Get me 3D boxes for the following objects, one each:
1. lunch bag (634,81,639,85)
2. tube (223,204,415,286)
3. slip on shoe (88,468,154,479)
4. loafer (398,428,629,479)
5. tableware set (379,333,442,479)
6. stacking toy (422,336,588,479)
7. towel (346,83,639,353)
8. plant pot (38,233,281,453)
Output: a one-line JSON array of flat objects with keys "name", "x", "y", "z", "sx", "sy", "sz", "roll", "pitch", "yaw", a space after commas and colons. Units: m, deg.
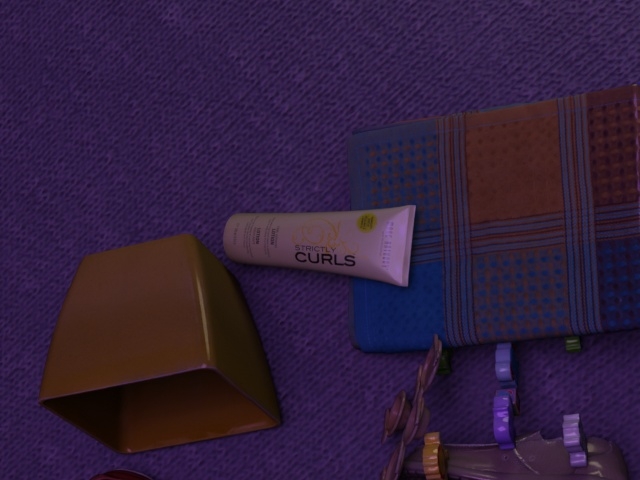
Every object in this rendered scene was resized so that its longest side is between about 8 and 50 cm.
[{"name": "lunch bag", "x": 0.371, "y": -0.100, "z": 1.628, "sx": 0.151, "sy": 0.096, "sz": 0.129, "roll": -41, "pitch": 64, "yaw": 3}, {"name": "tube", "x": 0.000, "y": 0.000, "z": 1.722, "sx": 0.240, "sy": 0.062, "sz": 0.070, "roll": 3, "pitch": 124, "yaw": 31}, {"name": "slip on shoe", "x": -0.141, "y": 0.358, "z": 1.701, "sx": 0.331, "sy": 0.101, "sz": 0.123, "roll": 25, "pitch": 86, "yaw": 20}, {"name": "loafer", "x": 0.212, "y": 0.257, "z": 1.610, "sx": 0.269, "sy": 0.102, "sz": 0.092, "roll": 2, "pitch": 40, "yaw": 28}, {"name": "tableware set", "x": 0.095, "y": 0.192, "z": 1.622, "sx": 0.020, "sy": 0.141, "sz": 0.168, "roll": 20, "pitch": 129, "yaw": -6}, {"name": "stacking toy", "x": 0.198, "y": 0.161, "z": 1.603, "sx": 0.167, "sy": 0.052, "sz": 0.221, "roll": -9, "pitch": 41, "yaw": 16}, {"name": "towel", "x": 0.191, "y": -0.018, "z": 1.648, "sx": 0.370, "sy": 0.040, "sz": 0.271, "roll": -8, "pitch": 76, "yaw": 34}, {"name": "plant pot", "x": -0.182, "y": 0.114, "z": 1.721, "sx": 0.212, "sy": 0.212, "sz": 0.187, "roll": -12, "pitch": 62, "yaw": 16}]
